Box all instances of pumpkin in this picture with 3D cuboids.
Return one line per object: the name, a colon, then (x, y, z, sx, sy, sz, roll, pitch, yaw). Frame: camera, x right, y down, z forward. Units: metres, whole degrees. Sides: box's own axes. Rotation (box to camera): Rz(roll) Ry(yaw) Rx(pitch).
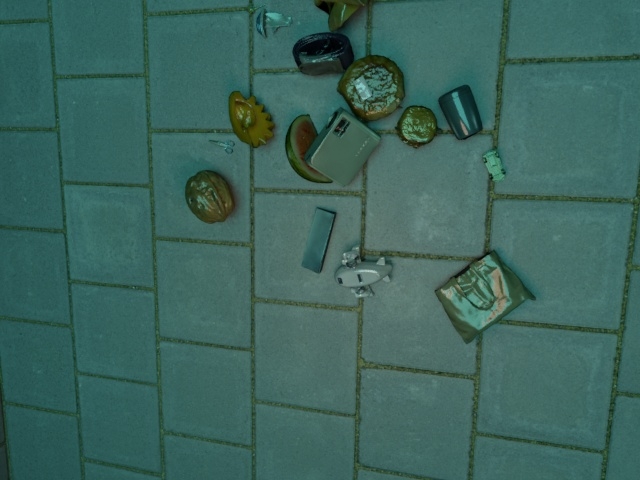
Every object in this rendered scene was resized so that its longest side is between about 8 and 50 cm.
pumpkin: (-0.289, -0.494, 1.864, 0.131, 0.149, 0.253, -23, 87, -27)

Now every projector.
projector: (0.083, -0.365, 1.734, 0.198, 0.108, 0.250, 28, 108, -25)

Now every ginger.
ginger: (0.105, -1.021, 1.620, 0.359, 0.211, 0.413, -15, 94, 13)

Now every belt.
belt: (0.013, -0.721, 1.730, 0.231, 0.126, 0.139, 0, 75, 15)

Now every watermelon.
watermelon: (-0.081, -0.354, 1.833, 0.128, 0.159, 0.303, -18, 93, 54)

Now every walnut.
walnut: (-0.477, -0.185, 1.894, 0.198, 0.198, 0.244, -32, 88, 16)

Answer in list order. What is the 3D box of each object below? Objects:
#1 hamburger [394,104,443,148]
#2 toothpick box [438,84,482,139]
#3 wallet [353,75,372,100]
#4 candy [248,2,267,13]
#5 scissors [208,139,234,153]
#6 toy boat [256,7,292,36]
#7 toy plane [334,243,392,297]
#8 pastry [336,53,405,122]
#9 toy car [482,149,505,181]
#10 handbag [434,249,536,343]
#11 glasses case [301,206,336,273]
hamburger: (0.378, -0.433, 1.684, 0.185, 0.131, 0.159, 15, 93, 5)
toothpick box: (0.527, -0.471, 1.642, 0.120, 0.120, 0.184, -24, 95, 16)
wallet: (0.159, -0.568, 1.648, 0.044, 0.011, 0.083, -27, 88, 13)
candy: (-0.258, -0.957, 1.813, 0.083, 0.025, 0.023, -18, 76, 9)
scissors: (-0.436, -0.423, 1.939, 0.119, 0.014, 0.058, 19, 98, 7)
toy boat: (-0.198, -0.900, 1.799, 0.149, 0.034, 0.105, -21, 95, 16)
toy plane: (0.176, 0.130, 1.823, 0.245, 0.117, 0.244, 5, 118, 10)
pastry: (0.204, -0.588, 1.706, 0.236, 0.121, 0.257, -36, 87, 12)
toy car: (0.661, -0.283, 1.680, 0.059, 0.035, 0.121, -22, 101, 16)
handbag: (0.626, 0.217, 1.726, 0.316, 0.109, 0.253, -39, 83, 16)
glasses case: (0.000, 0.000, 1.883, 0.105, 0.056, 0.266, 23, 104, 34)
